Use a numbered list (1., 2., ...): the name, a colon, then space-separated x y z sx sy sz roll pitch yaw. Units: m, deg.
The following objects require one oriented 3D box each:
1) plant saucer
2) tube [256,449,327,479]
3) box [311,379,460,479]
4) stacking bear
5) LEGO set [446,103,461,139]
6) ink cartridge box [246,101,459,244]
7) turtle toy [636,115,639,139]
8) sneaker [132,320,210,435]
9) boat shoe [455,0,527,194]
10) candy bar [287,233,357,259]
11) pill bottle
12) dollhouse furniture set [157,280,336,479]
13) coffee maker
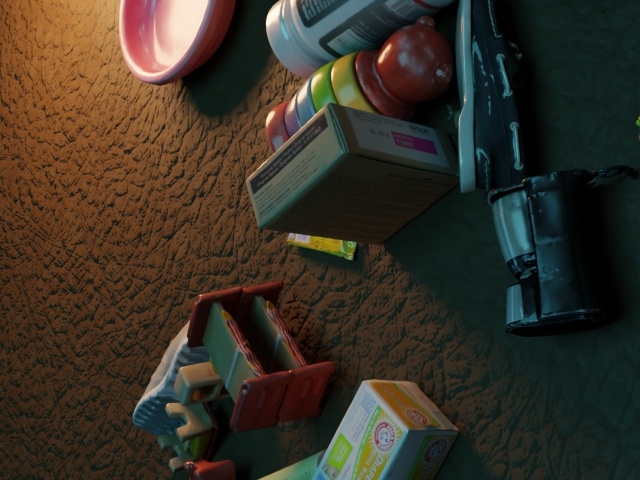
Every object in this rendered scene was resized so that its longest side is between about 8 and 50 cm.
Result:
1. plant saucer: -0.264 -0.454 1.999 0.332 0.084 0.332 -12 74 47
2. tube: -0.057 0.386 1.625 0.240 0.062 0.070 -37 55 39
3. box: 0.082 0.305 1.447 0.114 0.103 0.203 43 116 44
4. stacking bear: 0.072 -0.203 1.520 0.289 0.164 0.176 -33 59 36
5. LEGO set: 0.204 -0.157 1.459 0.054 0.023 0.083 -32 73 44
6. ink cartridge box: 0.049 -0.085 1.455 0.193 0.234 0.088 -40 56 37
7. turtle toy: 0.408 -0.137 1.180 0.130 0.066 0.095 1 84 49
8. sneaker: -0.239 0.238 1.860 0.281 0.105 0.115 -53 18 31
9. boat shoe: 0.225 -0.206 1.390 0.091 0.114 0.303 0 80 5
10. candy bar: 0.000 0.000 1.662 0.161 0.018 0.040 12 88 50
11. pill bottle: 0.059 -0.357 1.551 0.283 0.161 0.161 -25 65 44
12. dollhouse furniture set: -0.129 0.268 1.697 0.201 0.152 0.374 57 141 38
13. coffee maker: 0.289 0.014 1.250 0.171 0.120 0.178 -24 66 44
